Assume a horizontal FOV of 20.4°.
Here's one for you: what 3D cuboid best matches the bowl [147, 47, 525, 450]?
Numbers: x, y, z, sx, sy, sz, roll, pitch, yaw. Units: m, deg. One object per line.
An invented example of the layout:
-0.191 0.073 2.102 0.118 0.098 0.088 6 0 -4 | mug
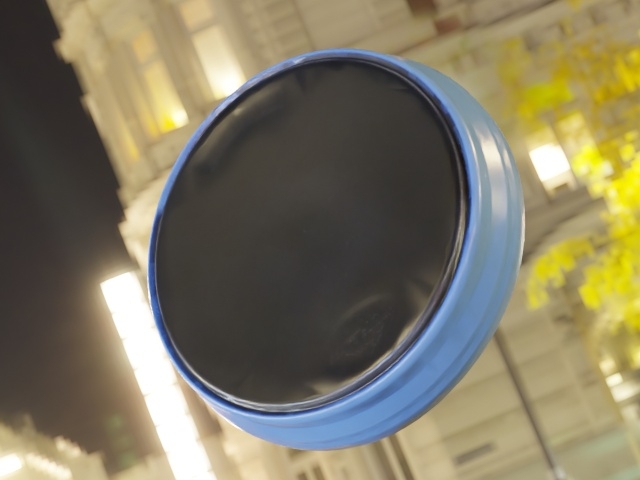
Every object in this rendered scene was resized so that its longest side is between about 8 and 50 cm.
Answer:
0.000 0.000 1.674 0.391 0.391 0.077 -27 -30 24 | bowl
